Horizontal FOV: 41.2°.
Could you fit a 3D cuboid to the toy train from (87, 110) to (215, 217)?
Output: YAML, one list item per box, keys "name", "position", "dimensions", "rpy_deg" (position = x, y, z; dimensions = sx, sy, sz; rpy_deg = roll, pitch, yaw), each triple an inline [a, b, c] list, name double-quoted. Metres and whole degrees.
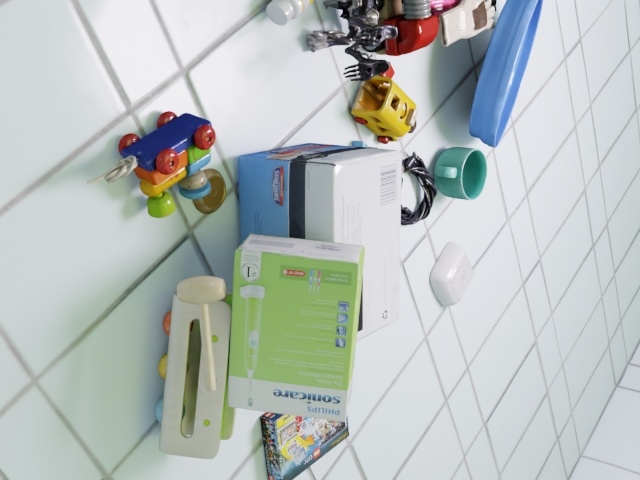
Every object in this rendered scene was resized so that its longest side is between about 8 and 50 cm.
- name: "toy train"
  position: [-0.272, -0.095, 1.376]
  dimensions: [0.248, 0.105, 0.143]
  rpy_deg: [-41, 142, -38]

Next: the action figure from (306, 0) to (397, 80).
- name: "action figure"
  position: [0.054, -0.429, 1.647]
  dimensions: [0.141, 0.275, 0.164]
  rpy_deg: [1, 129, -16]

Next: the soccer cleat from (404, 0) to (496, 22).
- name: "soccer cleat"
  position: [0.290, -0.581, 1.968]
  dimensions: [0.331, 0.116, 0.143]
  rpy_deg: [-19, 93, -48]

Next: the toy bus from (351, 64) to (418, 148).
- name: "toy bus"
  position: [0.159, -0.275, 1.860]
  dimensions: [0.202, 0.104, 0.191]
  rpy_deg: [-35, 125, -41]

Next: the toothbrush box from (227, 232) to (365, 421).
- name: "toothbrush box"
  position: [-0.041, 0.145, 1.448]
  dimensions: [0.122, 0.206, 0.283]
  rpy_deg: [-60, 155, -75]

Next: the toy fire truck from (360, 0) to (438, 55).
- name: "toy fire truck"
  position: [0.216, -0.500, 1.760]
  dimensions: [0.158, 0.246, 0.217]
  rpy_deg: [-30, 121, -43]

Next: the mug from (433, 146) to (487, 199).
- name: "mug"
  position: [0.336, -0.176, 2.113]
  dimensions: [0.158, 0.097, 0.129]
  rpy_deg: [47, 63, -45]

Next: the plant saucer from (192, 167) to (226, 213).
- name: "plant saucer"
  position: [-0.196, -0.088, 1.531]
  dimensions: [0.083, 0.015, 0.083]
  rpy_deg: [-17, 112, -49]

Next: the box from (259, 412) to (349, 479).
- name: "box"
  position: [-0.029, 0.400, 1.833]
  dimensions: [0.233, 0.044, 0.159]
  rpy_deg: [-26, 118, -46]

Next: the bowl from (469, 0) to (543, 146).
- name: "bowl"
  position: [0.457, -0.426, 2.110]
  dimensions: [0.391, 0.077, 0.391]
  rpy_deg: [18, 90, -77]

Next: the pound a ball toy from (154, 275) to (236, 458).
- name: "pound a ball toy"
  position: [-0.220, 0.205, 1.449]
  dimensions: [0.208, 0.136, 0.319]
  rpy_deg: [-26, 122, -82]

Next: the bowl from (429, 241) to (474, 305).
- name: "bowl"
  position: [0.352, 0.093, 2.236]
  dimensions: [0.142, 0.053, 0.142]
  rpy_deg: [-56, 138, -26]

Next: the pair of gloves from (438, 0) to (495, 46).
- name: "pair of gloves"
  position: [0.323, -0.562, 1.866]
  dimensions: [0.204, 0.042, 0.240]
  rpy_deg: [-30, 122, -45]

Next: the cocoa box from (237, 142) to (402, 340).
- name: "cocoa box"
  position: [0.000, 0.000, 1.624]
  dimensions: [0.231, 0.228, 0.347]
  rpy_deg: [-18, 112, -51]

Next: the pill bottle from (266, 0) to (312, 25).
- name: "pill bottle"
  position: [-0.051, -0.454, 1.586]
  dimensions: [0.116, 0.065, 0.065]
  rpy_deg: [-54, 135, -29]

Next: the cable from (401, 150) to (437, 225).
- name: "cable"
  position: [0.218, -0.109, 2.021]
  dimensions: [0.150, 0.047, 0.184]
  rpy_deg: [-53, 136, -29]
